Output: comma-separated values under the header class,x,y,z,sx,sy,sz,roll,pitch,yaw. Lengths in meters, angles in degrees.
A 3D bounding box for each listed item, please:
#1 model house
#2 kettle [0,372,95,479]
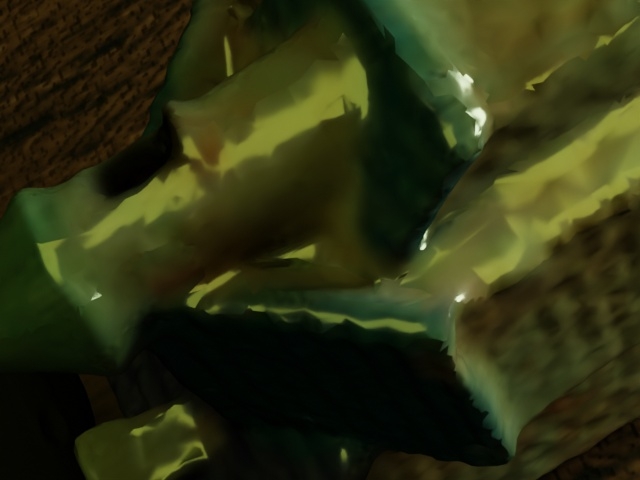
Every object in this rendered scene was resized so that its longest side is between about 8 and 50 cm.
class,x,y,z,sx,sy,sz,roll,pitch,yaw
model house,0.000,0.000,0.675,0.280,0.312,0.245,-32,62,2
kettle,-0.208,0.137,0.761,0.232,0.144,0.202,-26,79,26
